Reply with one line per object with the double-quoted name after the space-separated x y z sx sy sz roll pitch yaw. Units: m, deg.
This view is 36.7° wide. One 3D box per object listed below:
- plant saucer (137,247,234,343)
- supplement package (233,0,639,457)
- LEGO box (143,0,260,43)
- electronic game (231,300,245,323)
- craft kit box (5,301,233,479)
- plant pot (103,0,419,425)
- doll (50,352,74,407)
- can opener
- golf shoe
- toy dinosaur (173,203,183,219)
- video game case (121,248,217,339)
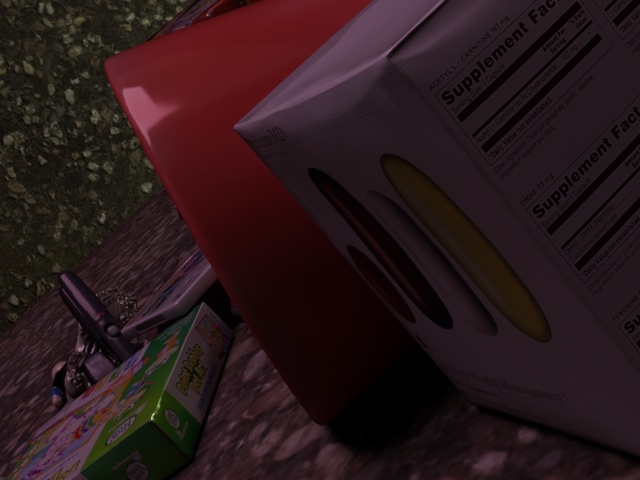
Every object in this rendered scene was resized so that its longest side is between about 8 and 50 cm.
-0.122 0.035 1.209 0.311 0.050 0.310 -39 13 11 "plant saucer"
0.101 -0.031 0.435 0.149 0.203 0.194 -44 13 -15 "supplement package"
-0.019 -0.383 1.502 0.500 0.193 0.372 -47 20 -22 "LEGO box"
0.000 0.000 0.969 0.229 0.048 0.229 -38 14 11 "electronic game"
-0.206 0.192 0.915 0.250 0.061 0.246 -38 16 14 "craft kit box"
0.032 -0.055 0.641 0.243 0.275 0.275 -31 12 -4 "plant pot"
-0.337 0.176 1.356 0.189 0.046 0.129 -32 23 57 "doll"
-0.260 0.104 1.137 0.073 0.186 0.059 -17 -33 -35 "can opener"
-0.278 0.139 1.201 0.086 0.069 0.176 114 174 -46 "golf shoe"
-0.197 -0.088 1.755 0.160 0.121 0.313 -47 13 30 "toy dinosaur"
-0.142 0.042 1.084 0.143 0.019 0.157 -27 19 51 "video game case"
